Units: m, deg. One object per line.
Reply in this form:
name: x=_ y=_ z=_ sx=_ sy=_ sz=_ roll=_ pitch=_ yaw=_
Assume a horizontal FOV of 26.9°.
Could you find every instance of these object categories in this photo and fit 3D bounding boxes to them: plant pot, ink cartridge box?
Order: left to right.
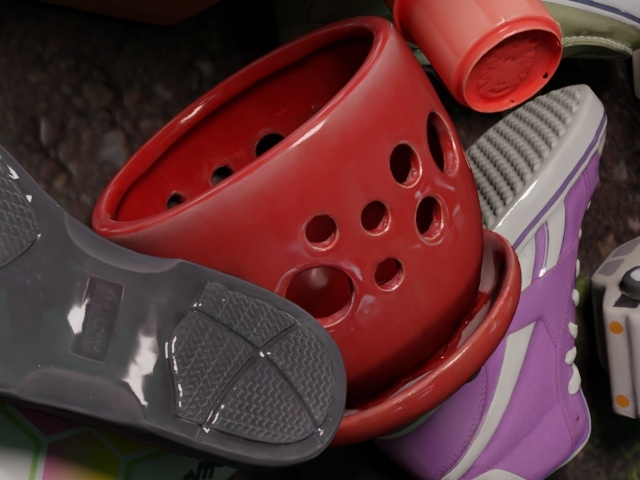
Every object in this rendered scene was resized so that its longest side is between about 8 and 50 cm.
ink cartridge box: x=-0.114 y=0.110 z=0.659 sx=0.109 sy=0.062 sz=0.209 roll=-38 pitch=92 yaw=-37
plant pot: x=0.000 y=0.000 z=0.721 sx=0.191 sy=0.191 sz=0.174 roll=-51 pitch=118 yaw=-34

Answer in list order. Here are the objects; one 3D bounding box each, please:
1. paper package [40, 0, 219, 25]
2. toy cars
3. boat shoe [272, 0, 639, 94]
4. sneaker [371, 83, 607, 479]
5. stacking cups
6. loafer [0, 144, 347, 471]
paper package: x=-0.108 y=-0.242 z=0.611 sx=0.309 sy=0.325 sz=0.168 roll=7 pitch=75 yaw=-36
toy cars: x=0.252 y=-0.045 z=0.975 sx=0.176 sy=0.087 sz=0.394 roll=45 pitch=56 yaw=-50
boat shoe: x=0.099 y=-0.142 z=0.891 sx=0.302 sy=0.109 sz=0.094 roll=2 pitch=90 yaw=-26
sneaker: x=0.132 y=0.042 z=0.866 sx=0.161 sy=0.102 sz=0.282 roll=43 pitch=67 yaw=-25
stacking cups: x=0.034 y=-0.196 z=0.762 sx=0.096 sy=0.096 sz=0.316 roll=0 pitch=50 yaw=-37
loafer: x=-0.136 y=0.030 z=0.587 sx=0.302 sy=0.095 sz=0.109 roll=27 pitch=62 yaw=-18
